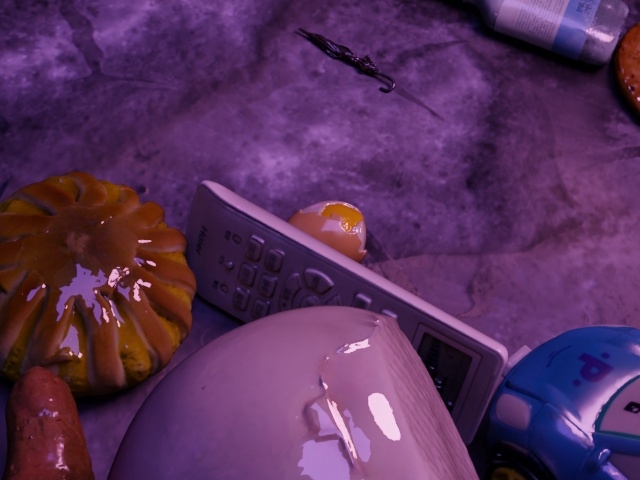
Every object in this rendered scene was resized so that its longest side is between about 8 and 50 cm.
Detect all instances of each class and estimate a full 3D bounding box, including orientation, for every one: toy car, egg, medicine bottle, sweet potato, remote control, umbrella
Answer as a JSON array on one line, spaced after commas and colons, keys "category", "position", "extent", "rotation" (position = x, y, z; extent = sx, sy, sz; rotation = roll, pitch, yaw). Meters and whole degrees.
[{"category": "toy car", "position": [0.280, 0.181, 1.226], "extent": [0.198, 0.166, 0.314], "rotation": [-33, 64, -33]}, {"category": "egg", "position": [0.000, 0.000, 1.366], "extent": [0.083, 0.071, 0.071], "rotation": [-7, 55, -13]}, {"category": "medicine bottle", "position": [0.221, -0.252, 1.605], "extent": [0.208, 0.054, 0.090], "rotation": [20, 54, 8]}, {"category": "sweet potato", "position": [-0.215, 0.257, 1.122], "extent": [0.095, 0.106, 0.355], "rotation": [-24, 43, 29]}, {"category": "remote control", "position": [0.016, 0.055, 1.301], "extent": [0.313, 0.109, 0.055], "rotation": [29, 36, 16]}, {"category": "umbrella", "position": [0.029, -0.191, 1.552], "extent": [0.122, 0.013, 0.022], "rotation": [36, 77, 15]}]

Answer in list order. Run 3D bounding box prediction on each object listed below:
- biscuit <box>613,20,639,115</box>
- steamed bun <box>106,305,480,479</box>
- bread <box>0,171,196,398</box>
[{"category": "biscuit", "position": [0.400, -0.169, 1.590], "extent": [0.187, 0.027, 0.188], "rotation": [5, 54, -7]}, {"category": "steamed bun", "position": [-0.035, 0.208, 1.089], "extent": [0.309, 0.309, 0.309], "rotation": [5, 53, -6]}, {"category": "bread", "position": [-0.202, 0.033, 1.289], "extent": [0.213, 0.105, 0.213], "rotation": [7, 51, -8]}]
